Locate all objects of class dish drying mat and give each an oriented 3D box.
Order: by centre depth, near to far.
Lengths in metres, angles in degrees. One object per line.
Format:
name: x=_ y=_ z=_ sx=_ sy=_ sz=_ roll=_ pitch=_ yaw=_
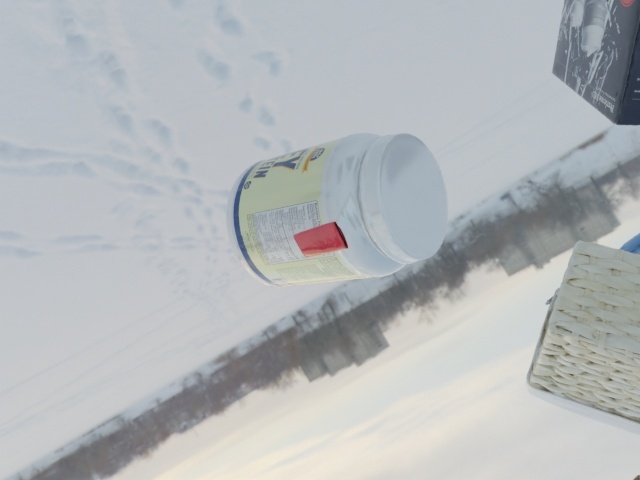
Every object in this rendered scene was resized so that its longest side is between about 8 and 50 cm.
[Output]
dish drying mat: x=0.000 y=0.000 z=0.728 sx=0.008 sy=0.032 sz=0.083 roll=-30 pitch=-172 yaw=-33

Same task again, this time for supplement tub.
supplement tub: x=0.025 y=-0.048 z=1.145 sx=0.324 sy=0.236 sz=0.235 roll=-10 pitch=-170 yaw=40

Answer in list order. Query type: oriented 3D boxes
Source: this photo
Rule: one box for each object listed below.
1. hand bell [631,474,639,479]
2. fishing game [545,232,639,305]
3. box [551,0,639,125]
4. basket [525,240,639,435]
hand bell: x=0.359 y=0.283 z=0.766 sx=0.242 sy=0.126 sz=0.126 roll=-53 pitch=164 yaw=31
fishing game: x=0.371 y=-0.003 z=0.693 sx=0.264 sy=0.041 sz=0.189 roll=-22 pitch=162 yaw=-16
box: x=0.543 y=-0.388 z=1.125 sx=0.178 sy=0.313 sz=0.343 roll=0 pitch=-153 yaw=1
basket: x=0.264 y=0.082 z=0.542 sx=0.113 sy=0.167 sz=0.103 roll=-58 pitch=154 yaw=-34
